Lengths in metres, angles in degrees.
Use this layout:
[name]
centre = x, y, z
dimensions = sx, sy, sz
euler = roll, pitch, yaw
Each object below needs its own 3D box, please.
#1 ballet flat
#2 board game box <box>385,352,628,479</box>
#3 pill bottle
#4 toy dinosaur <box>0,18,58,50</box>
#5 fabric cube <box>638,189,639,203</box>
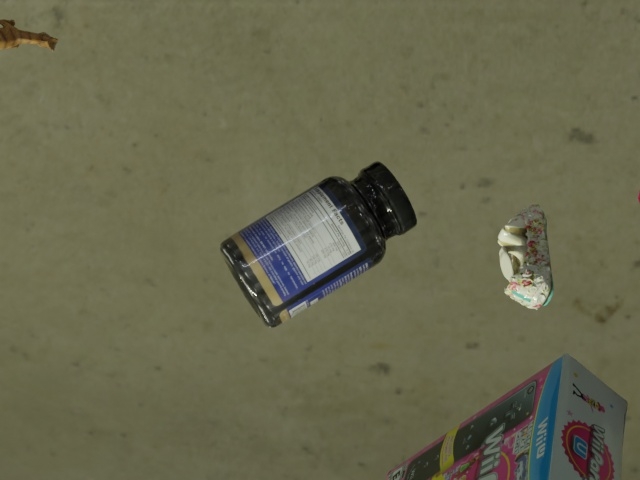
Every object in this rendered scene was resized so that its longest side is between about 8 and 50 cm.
[ballet flat]
centre = 0.323, 0.012, 1.662
dimensions = 0.077, 0.241, 0.091
euler = 16, 125, -6
[board game box]
centre = 0.171, 0.285, 1.080
dimensions = 0.097, 0.224, 0.303
euler = 38, 129, -12
[pill bottle]
centre = 0.000, 0.000, 1.245
dimensions = 0.219, 0.123, 0.123
euler = -31, 134, -8
[toy dinosaur]
centre = -0.449, -0.259, 1.360
dimensions = 0.112, 0.211, 0.064
euler = 39, 139, 34
[fabric cube]
centre = 0.595, -0.058, 1.294
dimensions = 0.258, 0.254, 0.259
euler = 14, 154, 45
